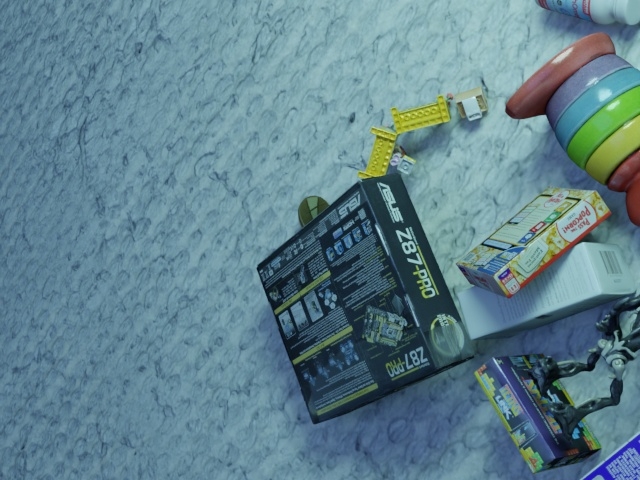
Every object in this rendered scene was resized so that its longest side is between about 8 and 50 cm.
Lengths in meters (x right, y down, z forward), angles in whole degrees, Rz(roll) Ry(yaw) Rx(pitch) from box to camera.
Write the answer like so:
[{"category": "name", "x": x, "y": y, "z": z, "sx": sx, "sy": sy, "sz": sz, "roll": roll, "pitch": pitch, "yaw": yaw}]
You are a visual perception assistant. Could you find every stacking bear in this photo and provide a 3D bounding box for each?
[{"category": "stacking bear", "x": 0.429, "y": -0.135, "z": 1.308, "sx": 0.289, "sy": 0.175, "sz": 0.164, "roll": 56, "pitch": 129, "yaw": 19}]

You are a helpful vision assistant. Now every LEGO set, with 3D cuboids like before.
[{"category": "LEGO set", "x": 0.162, "y": -0.182, "z": 1.614, "sx": 0.132, "sy": 0.107, "sz": 0.287, "roll": 40, "pitch": 112, "yaw": 0}]

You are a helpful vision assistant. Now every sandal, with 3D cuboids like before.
[{"category": "sandal", "x": 0.000, "y": 0.000, "z": 1.753, "sx": 0.049, "sy": 0.072, "sz": 0.180, "roll": -47, "pitch": 59, "yaw": 55}]

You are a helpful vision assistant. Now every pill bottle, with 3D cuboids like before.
[{"category": "pill bottle", "x": 0.405, "y": -0.373, "z": 1.388, "sx": 0.160, "sy": 0.087, "sz": 0.087, "roll": 31, "pitch": 107, "yaw": 40}]

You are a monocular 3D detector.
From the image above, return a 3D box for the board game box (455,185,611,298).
[{"category": "board game box", "x": 0.307, "y": -0.002, "z": 1.359, "sx": 0.193, "sy": 0.045, "sz": 0.147, "roll": -39, "pitch": 13, "yaw": -6}]

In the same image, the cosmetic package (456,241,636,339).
[{"category": "cosmetic package", "x": 0.335, "y": 0.080, "z": 1.394, "sx": 0.231, "sy": 0.117, "sz": 0.085, "roll": -29, "pitch": 69, "yaw": 39}]

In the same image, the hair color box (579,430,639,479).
[{"category": "hair color box", "x": 0.500, "y": 0.251, "z": 1.178, "sx": 0.339, "sy": 0.185, "sz": 0.110, "roll": -49, "pitch": 58, "yaw": 29}]

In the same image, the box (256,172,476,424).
[{"category": "box", "x": 0.056, "y": 0.111, "z": 1.566, "sx": 0.395, "sy": 0.097, "sz": 0.318, "roll": -39, "pitch": 67, "yaw": 53}]

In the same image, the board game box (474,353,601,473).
[{"category": "board game box", "x": 0.322, "y": 0.250, "z": 1.373, "sx": 0.048, "sy": 0.141, "sz": 0.170, "roll": -46, "pitch": 58, "yaw": 30}]

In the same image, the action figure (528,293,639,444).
[{"category": "action figure", "x": 0.433, "y": 0.160, "z": 1.288, "sx": 0.275, "sy": 0.141, "sz": 0.164, "roll": -31, "pitch": 54, "yaw": 8}]
